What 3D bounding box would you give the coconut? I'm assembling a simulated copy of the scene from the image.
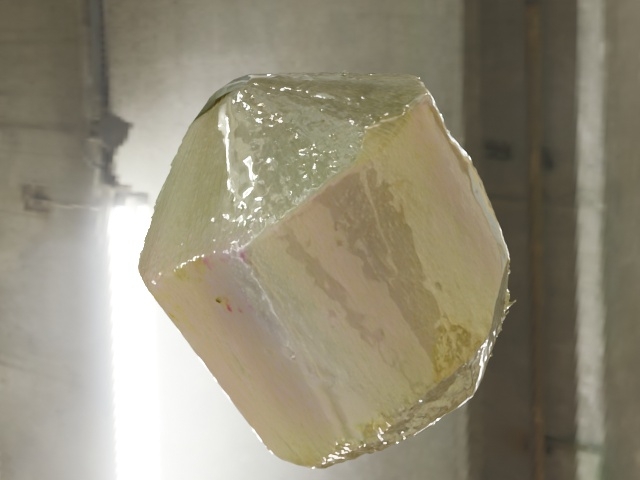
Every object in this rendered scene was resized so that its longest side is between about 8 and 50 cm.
[{"bbox_3d":[0.000,0.000,0.464,0.116,0.116,0.122,-41,-72,-32],"label":"coconut"}]
